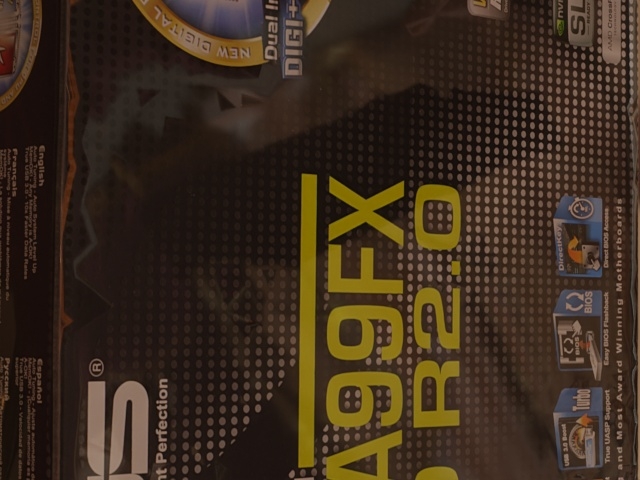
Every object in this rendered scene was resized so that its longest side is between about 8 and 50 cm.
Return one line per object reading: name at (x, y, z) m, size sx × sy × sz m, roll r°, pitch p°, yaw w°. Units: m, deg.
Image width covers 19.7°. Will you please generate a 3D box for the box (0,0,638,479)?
box at (0.000, 0.000, 0.505) m, size 0.216 × 0.270 × 0.060 m, roll 4°, pitch 176°, yaw -44°
